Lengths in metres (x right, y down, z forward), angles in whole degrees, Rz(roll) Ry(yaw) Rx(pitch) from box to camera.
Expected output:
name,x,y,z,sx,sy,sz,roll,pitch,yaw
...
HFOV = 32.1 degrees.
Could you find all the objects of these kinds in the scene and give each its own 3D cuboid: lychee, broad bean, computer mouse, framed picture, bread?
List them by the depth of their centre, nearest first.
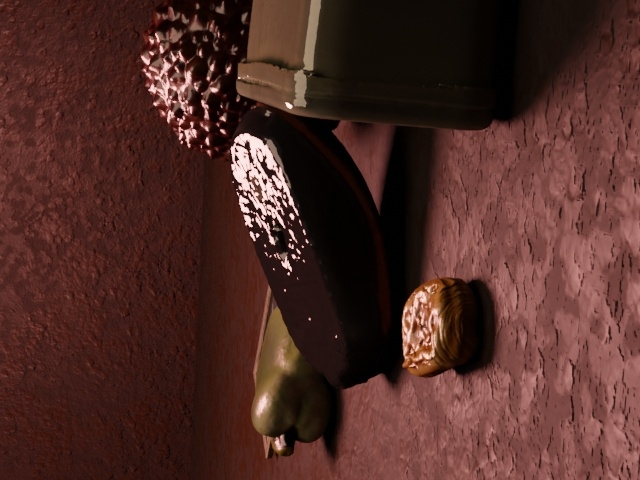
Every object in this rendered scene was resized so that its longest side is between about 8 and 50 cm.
name,x,y,z,sx,sy,sz,roll,pitch,yaw
bread,0.102,0.075,0.962,0.111,0.044,0.083,134,140,-70
computer mouse,0.004,-0.002,1.205,0.183,0.116,0.323,-9,102,68
lychee,-0.083,-0.218,1.348,0.300,0.264,0.264,174,98,-66
broad bean,-0.039,0.184,1.505,0.169,0.100,0.228,124,159,-54
framed picture,-0.075,0.191,1.829,0.209,0.019,0.281,-104,20,-52

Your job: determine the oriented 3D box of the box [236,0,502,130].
name,x,y,z,sx,sy,sz,roll,pitch,yaw
box,0.046,-0.284,0.990,0.352,0.177,0.344,-138,54,-75
